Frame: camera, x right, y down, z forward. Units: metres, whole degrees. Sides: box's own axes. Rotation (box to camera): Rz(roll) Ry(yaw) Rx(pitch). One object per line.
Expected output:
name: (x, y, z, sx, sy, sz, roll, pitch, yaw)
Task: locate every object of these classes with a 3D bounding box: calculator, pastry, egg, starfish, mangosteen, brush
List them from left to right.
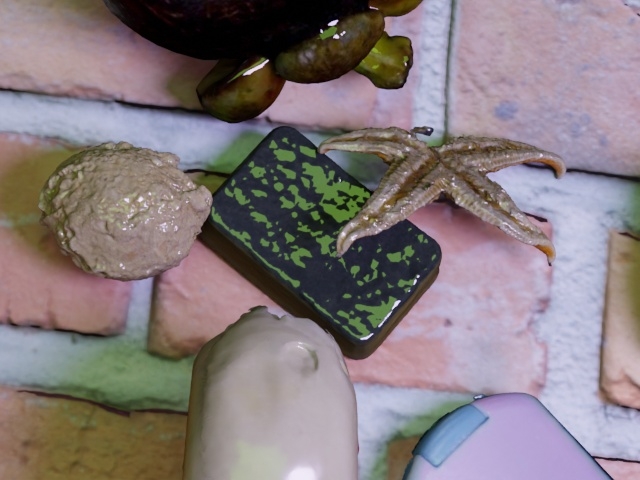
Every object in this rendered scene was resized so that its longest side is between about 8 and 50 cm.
egg: (-0.167, -0.024, 1.374, 0.140, 0.116, 0.118, 18, 98, 1)
mangosteen: (-0.056, -0.283, 1.394, 0.330, 0.330, 0.330, 2, 71, -6)
pastry: (-0.041, 0.185, 1.250, 0.133, 0.265, 0.265, 0, 71, -4)
brush: (0.000, 0.000, 1.413, 0.197, 0.059, 0.123, 38, 71, 6)
starfish: (0.119, -0.045, 1.409, 0.247, 0.050, 0.138, 1, 51, -19)
calculator: (0.192, 0.259, 1.331, 0.173, 0.051, 0.293, -41, 86, -24)
